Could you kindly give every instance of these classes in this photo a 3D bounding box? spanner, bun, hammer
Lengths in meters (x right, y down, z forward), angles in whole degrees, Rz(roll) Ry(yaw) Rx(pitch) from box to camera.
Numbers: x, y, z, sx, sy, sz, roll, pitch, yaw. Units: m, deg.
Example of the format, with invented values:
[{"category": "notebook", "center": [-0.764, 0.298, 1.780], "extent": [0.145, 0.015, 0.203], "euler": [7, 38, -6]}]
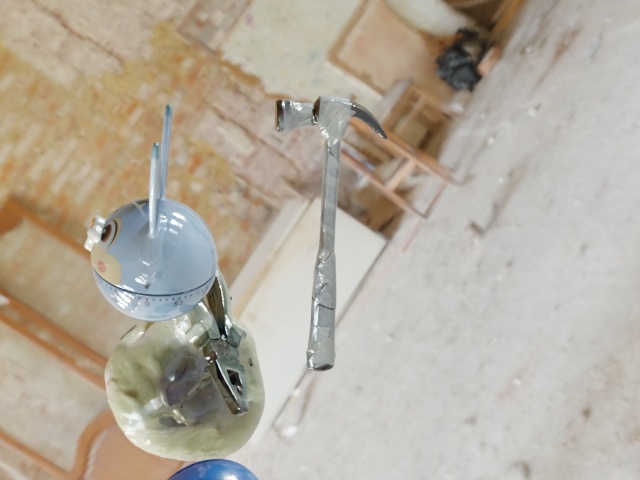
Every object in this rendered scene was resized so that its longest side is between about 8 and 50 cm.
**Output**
[{"category": "spanner", "center": [-0.153, 0.106, 1.561], "extent": [0.040, 0.095, 0.325], "euler": [-45, 47, 26]}, {"category": "bun", "center": [-0.218, 0.241, 1.840], "extent": [0.273, 0.273, 0.168], "euler": [-56, 17, -2]}, {"category": "hammer", "center": [0.000, 0.000, 1.569], "extent": [0.044, 0.152, 0.427], "euler": [-105, 18, -61]}]

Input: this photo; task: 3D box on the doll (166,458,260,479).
[{"category": "doll", "center": [-0.111, 0.405, 1.457], "extent": [0.215, 0.257, 0.161], "euler": [-24, 4, 17]}]

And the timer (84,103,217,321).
[{"category": "timer", "center": [-0.222, -0.017, 1.391], "extent": [0.175, 0.255, 0.175], "euler": [-13, 31, 8]}]
